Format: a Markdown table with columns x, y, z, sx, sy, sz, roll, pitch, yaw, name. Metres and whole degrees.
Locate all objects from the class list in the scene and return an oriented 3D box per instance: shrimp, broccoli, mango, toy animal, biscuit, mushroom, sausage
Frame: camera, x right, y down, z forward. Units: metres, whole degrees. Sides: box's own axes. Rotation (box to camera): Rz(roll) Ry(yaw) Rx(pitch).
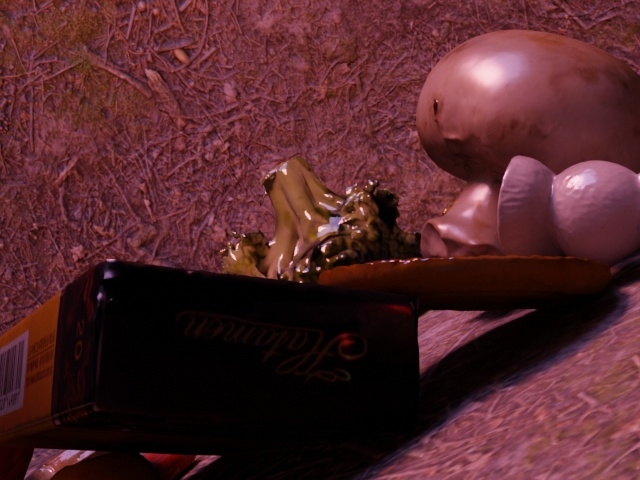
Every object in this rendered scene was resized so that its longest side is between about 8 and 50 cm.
| x | y | z | sx | sy | sz | roll | pitch | yaw | name |
| --- | --- | --- | --- | --- | --- | --- | --- | --- | --- |
| -0.320 | 0.307 | 1.472 | 0.254 | 0.059 | 0.145 | -33 | -7 | -12 | shrimp |
| 0.007 | -0.005 | 1.774 | 0.293 | 0.280 | 0.348 | -29 | 7 | 18 | broccoli |
| -0.203 | 0.238 | 0.978 | 0.115 | 0.089 | 0.165 | -25 | -2 | -23 | mango |
| 0.283 | -0.027 | 0.978 | 0.221 | 0.130 | 0.103 | 0 | 57 | 24 | toy animal |
| 0.125 | 0.042 | 0.953 | 0.262 | 0.037 | 0.262 | -2 | -7 | 0 | biscuit |
| 0.228 | -0.075 | 1.186 | 0.290 | 0.298 | 0.297 | -62 | 4 | -4 | mushroom |
| -0.173 | 0.244 | 1.163 | 0.050 | 0.048 | 0.145 | -64 | -14 | 21 | sausage |

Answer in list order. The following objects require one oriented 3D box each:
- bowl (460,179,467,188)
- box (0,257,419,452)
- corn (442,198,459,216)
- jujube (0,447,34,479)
| x | y | z | sx | sy | sz | roll | pitch | yaw | name |
| --- | --- | --- | --- | --- | --- | --- | --- | --- | --- |
| 0.314 | -0.109 | 1.509 | 0.238 | 0.237 | 0.126 | -28 | 32 | 10 | bowl |
| -0.124 | 0.122 | 0.946 | 0.265 | 0.115 | 0.415 | 9 | -17 | -24 | box |
| 0.299 | -0.053 | 1.399 | 0.322 | 0.119 | 0.119 | -28 | 1 | 1 | corn |
| -0.448 | 0.293 | 1.355 | 0.230 | 0.155 | 0.155 | -57 | -1 | 4 | jujube |
